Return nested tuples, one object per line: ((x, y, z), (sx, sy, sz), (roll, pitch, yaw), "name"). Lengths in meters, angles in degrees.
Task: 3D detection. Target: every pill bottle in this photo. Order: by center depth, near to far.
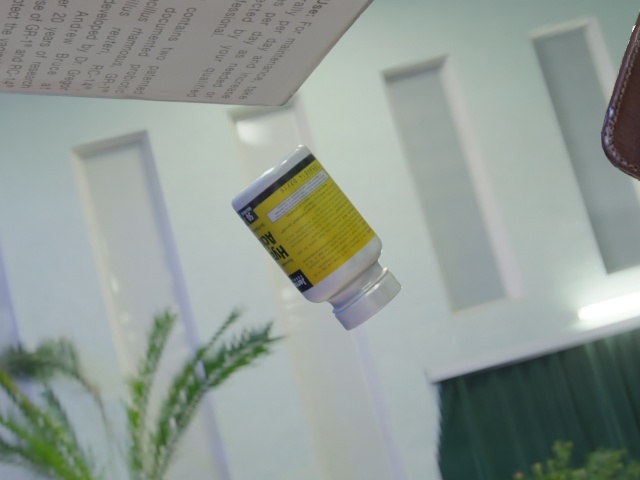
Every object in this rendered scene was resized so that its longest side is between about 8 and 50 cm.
((0.000, 0.000, 0.858), (0.065, 0.116, 0.065), (-39, 3, 2), "pill bottle")

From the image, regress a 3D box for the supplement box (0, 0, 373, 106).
((-0.096, -0.109, 0.328), (0.220, 0.111, 0.114), (1, -20, -22), "supplement box")

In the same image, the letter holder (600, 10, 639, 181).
((0.325, -0.150, 0.767), (0.214, 0.302, 0.152), (27, -7, -4), "letter holder")
